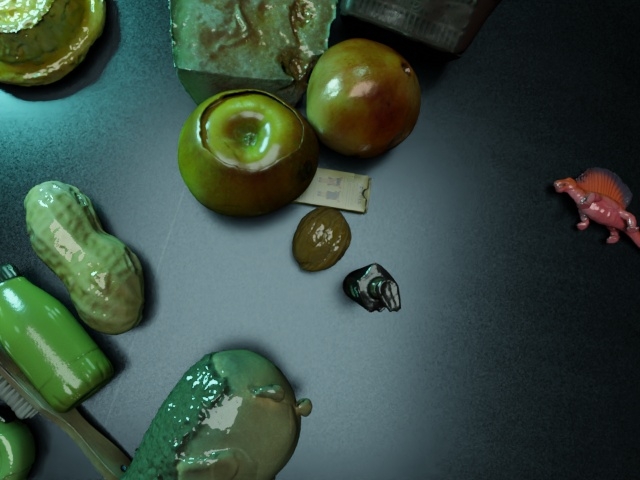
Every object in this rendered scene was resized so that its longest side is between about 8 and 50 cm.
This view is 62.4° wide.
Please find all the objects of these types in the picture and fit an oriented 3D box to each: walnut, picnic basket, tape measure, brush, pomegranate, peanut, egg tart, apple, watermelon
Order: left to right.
[{"bbox_3d":[-0.551,0.353,0.856,0.154,0.087,0.177,-15,87,-8],"label":"tape measure"},{"bbox_3d":[-0.532,-0.415,0.940,0.288,0.118,0.288,1,80,-8],"label":"egg tart"},{"bbox_3d":[-0.448,0.298,0.888,0.327,0.070,0.065,44,100,-1],"label":"brush"},{"bbox_3d":[-0.394,0.026,0.890,0.130,0.130,0.290,-37,89,-8],"label":"peanut"},{"bbox_3d":[-0.135,-0.358,0.964,0.302,0.151,0.264,8,79,-22],"label":"watermelon"},{"bbox_3d":[-0.123,-0.144,0.890,0.237,0.207,0.236,0,84,-1],"label":"apple"},{"bbox_3d":[0.000,0.000,0.946,0.105,0.105,0.124,37,93,0],"label":"walnut"},{"bbox_3d":[0.071,-0.248,0.926,0.209,0.209,0.209,1,83,-5],"label":"pomegranate"},{"bbox_3d":[0.161,-0.432,0.973,0.297,0.222,0.129,20,104,-3],"label":"picnic basket"}]

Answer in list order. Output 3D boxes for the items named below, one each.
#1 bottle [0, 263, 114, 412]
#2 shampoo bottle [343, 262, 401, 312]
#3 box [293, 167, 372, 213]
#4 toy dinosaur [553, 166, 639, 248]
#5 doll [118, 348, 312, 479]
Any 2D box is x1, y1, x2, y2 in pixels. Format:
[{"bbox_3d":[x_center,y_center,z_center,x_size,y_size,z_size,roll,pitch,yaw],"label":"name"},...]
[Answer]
[{"bbox_3d":[-0.463,0.154,0.875,0.112,0.112,0.260,-40,86,-8],"label":"bottle"},{"bbox_3d":[0.084,0.079,0.872,0.067,0.236,0.068,-41,91,-7],"label":"shampoo bottle"},{"bbox_3d":[0.020,-0.096,0.996,0.149,0.020,0.073,9,81,-4],"label":"box"},{"bbox_3d":[0.587,-0.065,1.036,0.286,0.070,0.139,26,59,-3],"label":"toy dinosaur"},{"bbox_3d":[-0.172,0.342,0.815,0.247,0.247,0.349,44,86,1],"label":"doll"}]
